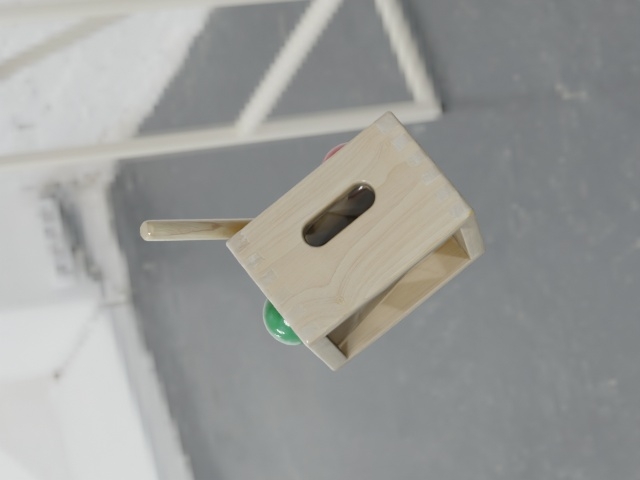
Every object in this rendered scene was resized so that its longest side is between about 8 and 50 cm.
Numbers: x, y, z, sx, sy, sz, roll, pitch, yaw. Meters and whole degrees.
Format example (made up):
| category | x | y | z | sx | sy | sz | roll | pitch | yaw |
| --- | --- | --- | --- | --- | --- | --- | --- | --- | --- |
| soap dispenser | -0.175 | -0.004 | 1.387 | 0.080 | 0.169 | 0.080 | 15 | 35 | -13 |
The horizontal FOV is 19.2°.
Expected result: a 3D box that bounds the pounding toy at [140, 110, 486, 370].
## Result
| category | x | y | z | sx | sy | sz | roll | pitch | yaw |
| --- | --- | --- | --- | --- | --- | --- | --- | --- | --- |
| pounding toy | 0.000 | 0.000 | 1.010 | 0.100 | 0.141 | 0.130 | 51 | 179 | 14 |
